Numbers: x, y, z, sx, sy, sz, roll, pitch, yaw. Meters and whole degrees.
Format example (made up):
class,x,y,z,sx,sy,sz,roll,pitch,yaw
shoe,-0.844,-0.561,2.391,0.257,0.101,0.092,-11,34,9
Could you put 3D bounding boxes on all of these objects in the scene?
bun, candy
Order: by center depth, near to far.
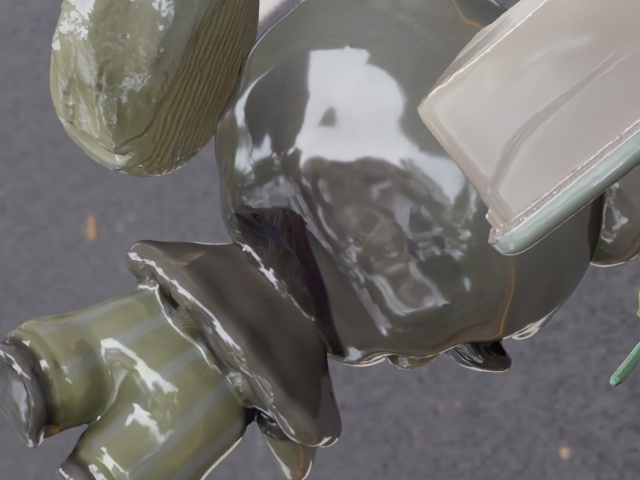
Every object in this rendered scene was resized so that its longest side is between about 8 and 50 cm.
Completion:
class,x,y,z,sx,sy,sz,roll,pitch,yaw
bun,-0.122,-0.135,1.278,0.113,0.173,0.166,26,161,17
candy,0.260,0.075,1.471,0.058,0.194,0.062,-33,93,33

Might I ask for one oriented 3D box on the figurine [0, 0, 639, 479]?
class,x,y,z,sx,sy,sz,roll,pitch,yaw
figurine,-0.001,0.001,0.996,0.248,0.381,0.203,46,165,22

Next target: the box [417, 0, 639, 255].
class,x,y,z,sx,sy,sz,roll,pitch,yaw
box,0.093,-0.061,0.624,0.122,0.089,0.062,-38,97,26
